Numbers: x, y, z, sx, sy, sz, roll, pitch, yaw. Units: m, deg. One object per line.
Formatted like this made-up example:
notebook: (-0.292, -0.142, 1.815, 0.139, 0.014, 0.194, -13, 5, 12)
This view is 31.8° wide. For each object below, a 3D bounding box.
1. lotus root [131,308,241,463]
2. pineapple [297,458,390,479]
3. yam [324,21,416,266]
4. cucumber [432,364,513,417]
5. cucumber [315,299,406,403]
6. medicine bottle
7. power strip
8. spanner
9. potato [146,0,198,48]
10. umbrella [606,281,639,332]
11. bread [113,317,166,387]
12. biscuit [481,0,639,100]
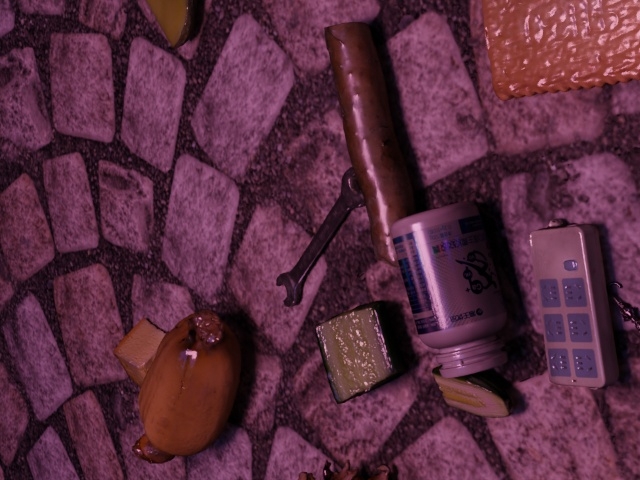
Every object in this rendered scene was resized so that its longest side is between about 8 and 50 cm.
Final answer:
lotus root: (-0.195, 0.224, 1.697, 0.303, 0.131, 0.146, -65, 32, 32)
pineapple: (-0.015, 0.470, 1.452, 0.352, 0.300, 0.352, 13, 106, 51)
yam: (0.067, -0.118, 1.388, 0.067, 0.071, 0.317, -13, 89, 7)
cucumber: (0.190, 0.180, 1.348, 0.107, 0.035, 0.067, 12, 139, 45)
cucumber: (0.060, 0.142, 1.460, 0.116, 0.062, 0.115, -23, 84, 39)
medicine bottle: (0.155, 0.058, 1.307, 0.107, 0.107, 0.191, -19, 85, 47)
power strip: (0.278, 0.071, 1.228, 0.081, 0.035, 0.192, -5, 95, 57)
spanner: (0.000, 0.000, 1.523, 0.054, 0.015, 0.254, 53, 132, 24)
potato: (-0.217, -0.383, 1.640, 0.119, 0.054, 0.198, -21, 88, 46)
umbrella: (0.342, 0.093, 1.188, 0.022, 0.013, 0.122, -45, 64, 21)
bread: (-0.275, 0.202, 1.860, 0.084, 0.080, 0.109, 24, 151, 41)
biscuit: (0.274, -0.237, 1.170, 0.250, 0.030, 0.160, -4, 96, 47)
